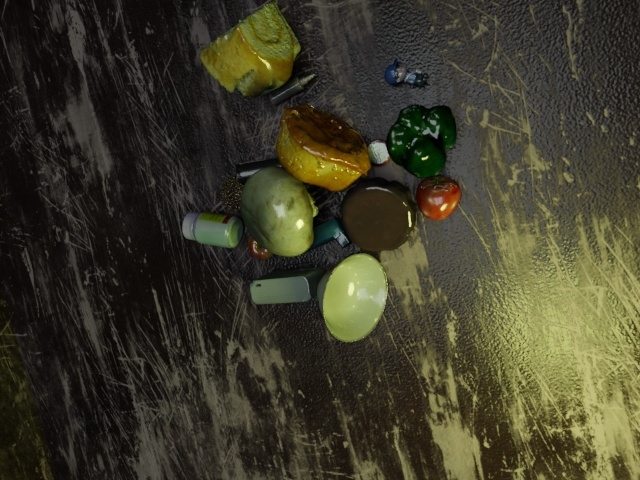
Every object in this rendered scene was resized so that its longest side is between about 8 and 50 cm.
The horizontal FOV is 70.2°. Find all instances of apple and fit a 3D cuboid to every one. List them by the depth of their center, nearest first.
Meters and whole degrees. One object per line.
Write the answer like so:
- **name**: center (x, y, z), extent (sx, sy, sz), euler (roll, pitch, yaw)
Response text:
- **apple**: center (-0.238, 0.020, 1.891), extent (0.126, 0.102, 0.126), euler (1, 93, 14)

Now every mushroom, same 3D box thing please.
- **mushroom**: center (-0.146, -0.108, 1.705), extent (0.260, 0.352, 0.352), euler (-28, 88, -25)

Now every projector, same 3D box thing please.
- **projector**: center (-0.125, 0.183, 1.827), extent (0.250, 0.198, 0.108), euler (-7, 95, 19)

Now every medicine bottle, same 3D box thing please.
- **medicine bottle**: center (-0.107, -0.600, 1.784), extent (0.199, 0.057, 0.057), euler (-25, 90, 19)
- **medicine bottle**: center (0.000, 0.000, 1.823), extent (0.258, 0.079, 0.124), euler (-22, 89, 20)
- **medicine bottle**: center (-0.455, -0.049, 1.930), extent (0.225, 0.139, 0.139), euler (8, 100, 17)

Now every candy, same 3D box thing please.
- **candy**: center (0.220, -0.332, 1.725), extent (0.103, 0.043, 0.103), euler (3, 98, 18)

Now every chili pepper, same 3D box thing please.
- **chili pepper**: center (0.341, -0.349, 1.574), extent (0.233, 0.257, 0.248), euler (16, 94, 18)

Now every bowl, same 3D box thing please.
- **bowl**: center (0.088, 0.206, 1.744), extent (0.157, 0.337, 0.337), euler (9, 102, 49)

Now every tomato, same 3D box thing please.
- **tomato**: center (0.424, -0.149, 1.636), extent (0.167, 0.167, 0.167), euler (3, 99, 17)

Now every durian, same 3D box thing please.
- **durian**: center (-0.360, -0.185, 1.906), extent (0.148, 0.091, 0.188), euler (-21, 93, 17)

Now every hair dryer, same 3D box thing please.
- **hair dryer**: center (-0.219, -0.206, 1.865), extent (0.197, 0.089, 0.251), euler (-10, 109, 7)

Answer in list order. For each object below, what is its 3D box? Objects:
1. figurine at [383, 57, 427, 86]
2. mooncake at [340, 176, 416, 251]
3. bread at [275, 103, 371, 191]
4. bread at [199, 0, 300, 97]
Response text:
- **figurine**: center (0.308, -0.598, 1.649), extent (0.149, 0.086, 0.087), euler (18, 144, 3)
- **mooncake**: center (0.213, -0.101, 1.681), extent (0.283, 0.141, 0.283), euler (6, 120, 10)
- **bread**: center (0.003, -0.327, 1.635), extent (0.204, 0.358, 0.337), euler (-56, 36, 29)
- **bread**: center (-0.220, -0.697, 1.693), extent (0.239, 0.395, 0.264), euler (-22, 116, 37)
